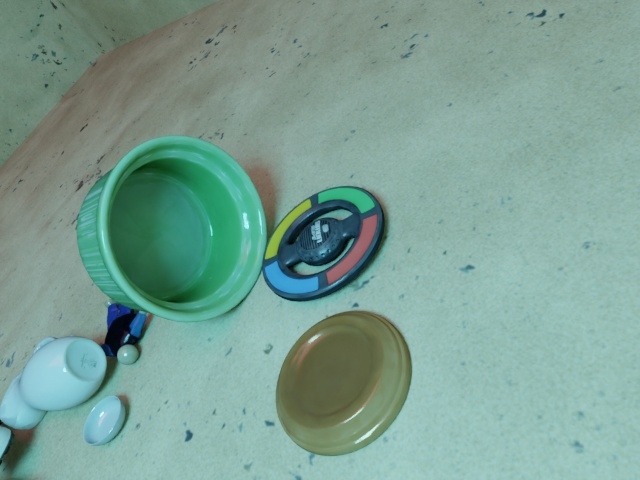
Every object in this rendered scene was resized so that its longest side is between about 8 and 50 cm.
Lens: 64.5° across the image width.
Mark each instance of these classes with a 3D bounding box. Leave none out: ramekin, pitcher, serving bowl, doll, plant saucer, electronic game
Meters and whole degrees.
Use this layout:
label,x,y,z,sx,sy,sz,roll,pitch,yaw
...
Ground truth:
label,x,y,z,sx,sy,sz,roll,pitch,yaw
ramekin,-0.254,-0.014,0.869,0.148,0.303,0.303,-8,49,45
pitcher,-0.496,0.238,0.955,0.207,0.125,0.177,-31,48,26
serving bowl,-0.359,0.307,0.856,0.083,0.027,0.083,-23,42,22
doll,-0.383,0.168,0.992,0.129,0.046,0.189,-39,39,4
plant saucer,0.020,0.176,0.667,0.200,0.037,0.200,-21,43,21
electronic game,0.000,0.000,0.838,0.229,0.048,0.229,-22,42,21

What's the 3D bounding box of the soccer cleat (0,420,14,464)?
label,x,y,z,sx,sy,sz,roll,pitch,yaw
soccer cleat,-0.673,0.370,0.951,0.318,0.116,0.108,-15,47,48
